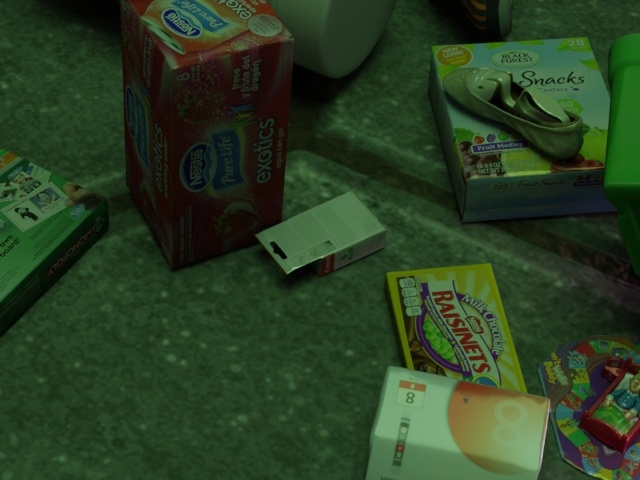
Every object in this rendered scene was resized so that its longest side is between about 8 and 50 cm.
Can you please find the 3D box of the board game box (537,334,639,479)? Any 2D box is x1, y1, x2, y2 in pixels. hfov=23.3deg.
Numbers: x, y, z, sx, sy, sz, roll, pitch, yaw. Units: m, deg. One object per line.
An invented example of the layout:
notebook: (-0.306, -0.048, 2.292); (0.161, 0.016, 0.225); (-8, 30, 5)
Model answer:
board game box: (0.272, 0.141, 1.394); (0.133, 0.033, 0.168); (-3, 47, -6)

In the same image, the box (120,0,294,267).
box: (-0.110, -0.115, 1.461); (0.123, 0.257, 0.128); (-17, 50, -20)

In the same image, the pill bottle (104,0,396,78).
pill bottle: (-0.119, -0.330, 1.683); (0.392, 0.224, 0.224); (24, 50, 19)

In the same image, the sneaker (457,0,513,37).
sneaker: (0.115, -0.323, 1.776); (0.180, 0.124, 0.321); (-7, 37, -4)

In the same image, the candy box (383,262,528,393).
candy box: (0.127, 0.107, 1.423); (0.105, 0.027, 0.206); (-4, 48, -9)

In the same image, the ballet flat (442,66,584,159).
ballet flat: (0.194, -0.141, 1.544); (0.168, 0.052, 0.057); (33, 56, 26)

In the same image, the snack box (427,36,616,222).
snack box: (0.213, -0.119, 1.608); (0.174, 0.070, 0.207); (-5, 46, -6)

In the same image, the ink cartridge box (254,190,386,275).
ink cartridge box: (0.000, 0.000, 1.515); (0.115, 0.029, 0.063); (-25, 53, -22)

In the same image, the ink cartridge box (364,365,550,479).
ink cartridge box: (0.108, 0.202, 1.301); (0.145, 0.045, 0.179); (11, 56, 4)

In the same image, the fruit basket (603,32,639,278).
fruit basket: (0.468, -0.099, 1.409); (0.392, 0.283, 0.392); (-18, 37, 14)

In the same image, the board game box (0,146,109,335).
board game box: (-0.379, 0.026, 1.461); (0.213, 0.046, 0.317); (26, 51, 21)
